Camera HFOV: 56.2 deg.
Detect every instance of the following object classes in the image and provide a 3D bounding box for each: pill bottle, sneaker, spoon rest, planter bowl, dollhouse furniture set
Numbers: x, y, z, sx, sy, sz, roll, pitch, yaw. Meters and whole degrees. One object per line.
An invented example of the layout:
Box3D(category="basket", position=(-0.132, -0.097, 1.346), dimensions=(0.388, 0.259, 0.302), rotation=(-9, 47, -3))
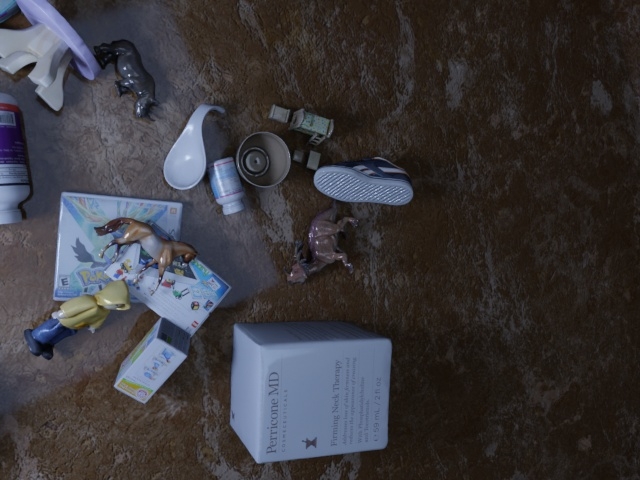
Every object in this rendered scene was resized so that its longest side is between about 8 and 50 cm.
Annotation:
Box3D(category="pill bottle", position=(-0.834, -0.200, 1.492), dimensions=(0.182, 0.181, 0.322), rotation=(-7, 96, -22))
Box3D(category="pill bottle", position=(-0.278, -0.162, 1.776), dimensions=(0.087, 0.087, 0.160), rotation=(-20, 101, -21))
Box3D(category="sneaker", position=(0.136, -0.199, 1.935), dimensions=(0.322, 0.126, 0.127), rotation=(10, 45, -10))
Box3D(category="spoon rest", position=(-0.364, -0.277, 1.725), dimensions=(0.137, 0.084, 0.276), rotation=(17, 80, 21))
Box3D(category="planter bowl", position=(-0.183, -0.239, 1.800), dimensions=(0.162, 0.109, 0.161), rotation=(-1, 93, -22))
Box3D(category="dollhouse furniture set", position=(-0.071, -0.318, 1.846), dimensions=(0.182, 0.101, 0.160), rotation=(14, 87, -23))

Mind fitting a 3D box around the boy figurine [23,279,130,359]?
Box3D(category="boy figurine", position=(-0.635, 0.208, 1.611), dimensions=(0.285, 0.177, 0.092), rotation=(-30, 65, -5))

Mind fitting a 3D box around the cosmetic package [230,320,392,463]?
Box3D(category="cosmetic package", position=(-0.040, 0.427, 1.779), dimensions=(0.394, 0.327, 0.329), rotation=(1, 93, -22))

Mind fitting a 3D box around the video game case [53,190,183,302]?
Box3D(category="video game case", position=(-0.566, 0.026, 1.694), dimensions=(0.329, 0.036, 0.299), rotation=(4, 91, -23))

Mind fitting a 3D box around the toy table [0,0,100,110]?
Box3D(category="toy table", position=(-0.705, -0.474, 1.511), dimensions=(0.160, 0.252, 0.274), rotation=(-53, 131, -17))

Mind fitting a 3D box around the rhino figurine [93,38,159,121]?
Box3D(category="rhino figurine", position=(-0.522, -0.443, 1.668), dimensions=(0.106, 0.073, 0.243), rotation=(-31, 105, -15))

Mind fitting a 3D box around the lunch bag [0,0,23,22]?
Box3D(category="lunch bag", position=(-0.848, -0.692, 1.493), dimensions=(0.279, 0.108, 0.224), rotation=(45, 64, -21))

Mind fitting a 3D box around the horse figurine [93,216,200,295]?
Box3D(category="horse figurine", position=(-0.477, 0.022, 1.619), dimensions=(0.263, 0.066, 0.174), rotation=(43, 84, -21))

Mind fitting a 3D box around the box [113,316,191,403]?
Box3D(category="box", position=(-0.467, 0.335, 1.672), dimensions=(0.103, 0.114, 0.203), rotation=(37, 105, -20))

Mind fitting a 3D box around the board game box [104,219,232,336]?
Box3D(category="board game box", position=(-0.430, 0.111, 1.709), dimensions=(0.305, 0.053, 0.193), rotation=(43, 77, -19))

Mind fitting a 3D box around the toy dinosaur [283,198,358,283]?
Box3D(category="toy dinosaur", position=(0.000, 0.000, 1.888), dimensions=(0.201, 0.127, 0.295), rotation=(9, 84, -16))
